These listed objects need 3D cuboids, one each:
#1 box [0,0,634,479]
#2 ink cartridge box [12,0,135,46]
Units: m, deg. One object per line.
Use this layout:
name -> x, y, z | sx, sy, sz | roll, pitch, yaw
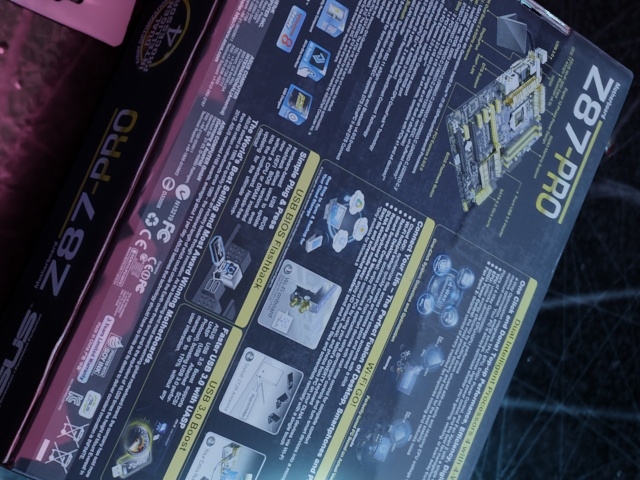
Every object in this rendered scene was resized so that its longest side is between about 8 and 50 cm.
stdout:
box -> 0.000, 0.000, 1.050 | 0.318, 0.097, 0.395 | 27, 82, -33
ink cartridge box -> -0.111, -0.209, 0.959 | 0.104, 0.061, 0.181 | 21, 86, -35
